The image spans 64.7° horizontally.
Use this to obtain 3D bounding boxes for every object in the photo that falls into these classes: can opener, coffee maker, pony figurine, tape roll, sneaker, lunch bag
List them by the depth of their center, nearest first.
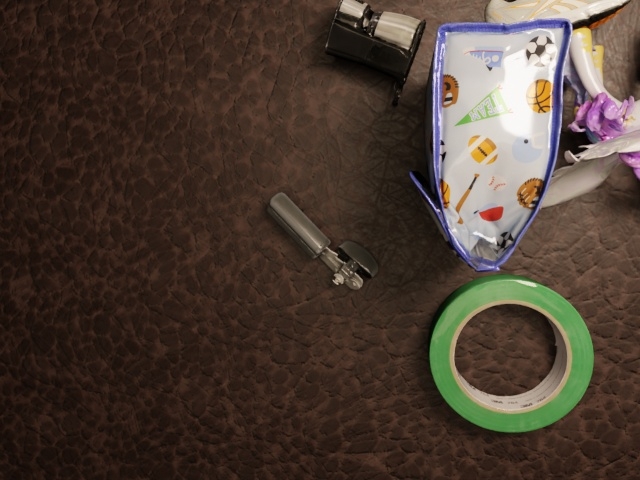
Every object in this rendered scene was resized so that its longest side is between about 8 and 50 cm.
[{"bbox_3d":[0.287,-0.153,0.918,0.238,0.328,0.386,2,97,13],"label":"lunch bag"},{"bbox_3d":[0.554,-0.208,0.922,0.350,0.303,0.364,-11,79,0],"label":"pony figurine"},{"bbox_3d":[0.429,-0.435,0.924,0.262,0.099,0.121,-15,89,11],"label":"sneaker"},{"bbox_3d":[0.103,-0.391,1.030,0.178,0.120,0.171,22,99,7],"label":"coffee maker"},{"bbox_3d":[0.390,0.234,1.063,0.320,0.077,0.322,1,95,10],"label":"tape roll"},{"bbox_3d":[0.000,0.000,1.116,0.280,0.074,0.093,42,65,2],"label":"can opener"}]
